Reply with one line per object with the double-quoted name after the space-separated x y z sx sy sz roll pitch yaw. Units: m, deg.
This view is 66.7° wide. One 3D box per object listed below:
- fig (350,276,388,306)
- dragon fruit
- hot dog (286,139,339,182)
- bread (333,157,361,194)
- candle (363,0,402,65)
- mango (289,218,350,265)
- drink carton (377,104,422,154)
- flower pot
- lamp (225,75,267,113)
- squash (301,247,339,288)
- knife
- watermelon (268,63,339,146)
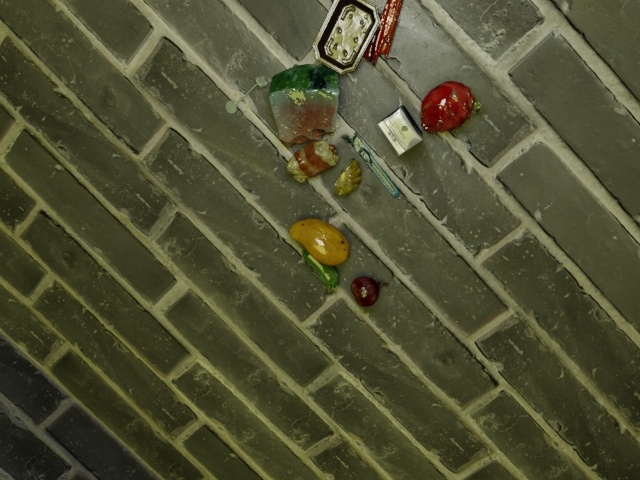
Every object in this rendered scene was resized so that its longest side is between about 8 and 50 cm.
0.196 0.210 1.983 0.150 0.128 0.129 4 108 13 "fig"
0.441 -0.463 1.694 0.209 0.172 0.173 -24 101 16 "dragon fruit"
-0.033 -0.310 1.872 0.213 0.103 0.146 -19 144 19 "hot dog"
0.107 -0.231 1.890 0.094 0.083 0.157 40 110 -16 "bread"
0.232 -0.765 1.700 0.084 0.059 0.302 15 111 -9 "candle"
0.002 0.000 1.947 0.262 0.109 0.157 31 78 -4 "mango"
0.286 -0.393 1.719 0.101 0.222 0.134 -32 99 19 "drink carton"
0.095 -0.730 1.726 0.178 0.084 0.251 30 112 0 "flower pot"
-0.290 -0.563 1.890 0.198 0.056 0.050 -30 101 30 "lamp"
0.005 0.110 2.019 0.077 0.068 0.219 -37 97 -1 "squash"
0.210 -0.288 1.874 0.044 0.026 0.297 -39 96 8 "knife"
-0.049 -0.498 1.792 0.263 0.151 0.302 -2 107 11 "watermelon"
